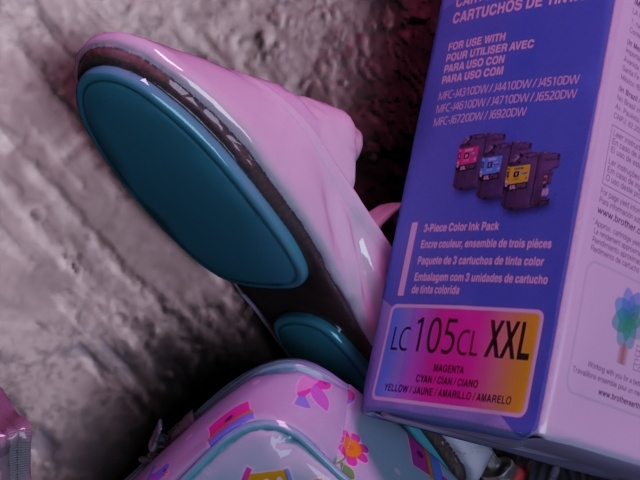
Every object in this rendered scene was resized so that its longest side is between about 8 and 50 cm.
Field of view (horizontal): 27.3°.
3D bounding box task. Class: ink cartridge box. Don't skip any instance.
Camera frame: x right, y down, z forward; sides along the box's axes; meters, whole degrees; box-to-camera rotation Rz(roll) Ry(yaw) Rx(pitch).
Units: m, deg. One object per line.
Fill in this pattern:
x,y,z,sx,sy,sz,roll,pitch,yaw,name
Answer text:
0.198,-0.053,0.828,0.270,0.151,0.396,22,78,-41,ink cartridge box

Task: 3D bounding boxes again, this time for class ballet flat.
0.000,0.000,0.833,0.139,0.139,0.400,-44,119,-11,ballet flat

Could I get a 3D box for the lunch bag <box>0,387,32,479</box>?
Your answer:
-0.282,0.219,0.713,0.235,0.169,0.287,-8,114,-27,lunch bag

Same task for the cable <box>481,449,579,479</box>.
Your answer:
0.167,0.266,1.007,0.139,0.072,0.287,-50,130,-27,cable

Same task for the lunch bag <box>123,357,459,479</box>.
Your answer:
-0.009,0.219,0.824,0.279,0.108,0.224,42,112,-13,lunch bag
